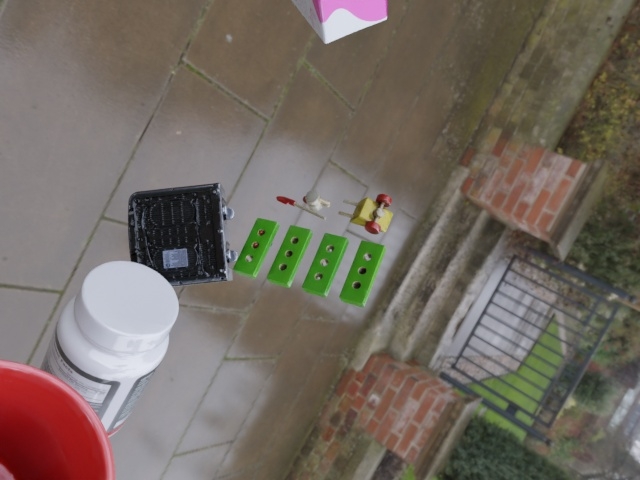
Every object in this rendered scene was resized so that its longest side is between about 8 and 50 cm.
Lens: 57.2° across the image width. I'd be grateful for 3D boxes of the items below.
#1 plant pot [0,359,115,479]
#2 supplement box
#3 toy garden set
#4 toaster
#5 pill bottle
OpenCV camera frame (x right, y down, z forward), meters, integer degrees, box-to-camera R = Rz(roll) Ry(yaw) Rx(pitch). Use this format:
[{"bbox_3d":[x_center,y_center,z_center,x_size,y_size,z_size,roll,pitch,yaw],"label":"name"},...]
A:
[{"bbox_3d":[-0.403,0.295,0.650,0.274,0.275,0.243,-29,172,-47],"label":"plant pot"},{"bbox_3d":[0.003,-0.421,0.896,0.113,0.220,0.111,-23,147,-8],"label":"supplement box"},{"bbox_3d":[0.000,0.000,1.023,0.204,0.244,0.049,-67,155,-22],"label":"toy garden set"},{"bbox_3d":[-0.239,-0.001,1.003,0.110,0.185,0.168,65,19,-84],"label":"toaster"},{"bbox_3d":[-0.327,0.171,0.892,0.161,0.161,0.283,-22,154,-52],"label":"pill bottle"}]
